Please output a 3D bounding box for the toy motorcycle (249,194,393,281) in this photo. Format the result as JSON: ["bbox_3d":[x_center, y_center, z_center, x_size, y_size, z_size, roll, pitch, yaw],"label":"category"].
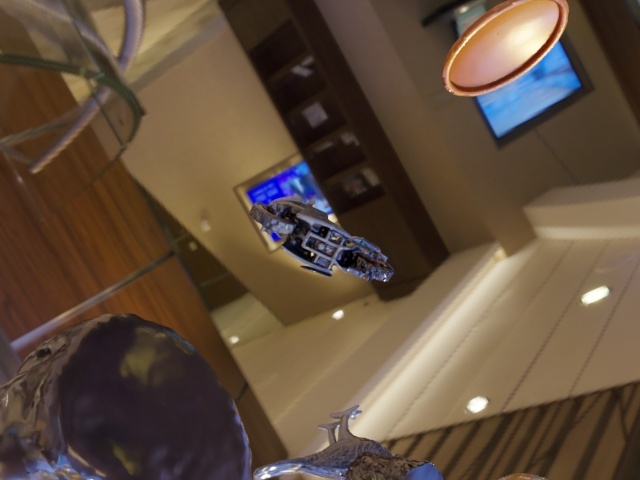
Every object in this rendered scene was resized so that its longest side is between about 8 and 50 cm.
[{"bbox_3d":[0.000,0.000,1.167,0.080,0.215,0.122,-63,-173,14],"label":"toy motorcycle"}]

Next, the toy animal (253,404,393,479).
[{"bbox_3d":[0.047,0.421,1.650,0.367,0.081,0.205,11,-145,-7],"label":"toy animal"}]

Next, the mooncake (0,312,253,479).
[{"bbox_3d":[-0.251,0.284,1.075,0.212,0.381,0.350,-25,-173,29],"label":"mooncake"}]

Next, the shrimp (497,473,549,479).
[{"bbox_3d":[0.278,0.482,1.163,0.085,0.272,0.445,-10,156,-18],"label":"shrimp"}]

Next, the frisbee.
[{"bbox_3d":[0.245,-0.270,1.121,0.192,0.035,0.192,-22,156,-10],"label":"frisbee"}]

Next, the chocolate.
[{"bbox_3d":[0.105,0.405,1.375,0.156,0.156,0.133,-32,-142,-31],"label":"chocolate"}]
